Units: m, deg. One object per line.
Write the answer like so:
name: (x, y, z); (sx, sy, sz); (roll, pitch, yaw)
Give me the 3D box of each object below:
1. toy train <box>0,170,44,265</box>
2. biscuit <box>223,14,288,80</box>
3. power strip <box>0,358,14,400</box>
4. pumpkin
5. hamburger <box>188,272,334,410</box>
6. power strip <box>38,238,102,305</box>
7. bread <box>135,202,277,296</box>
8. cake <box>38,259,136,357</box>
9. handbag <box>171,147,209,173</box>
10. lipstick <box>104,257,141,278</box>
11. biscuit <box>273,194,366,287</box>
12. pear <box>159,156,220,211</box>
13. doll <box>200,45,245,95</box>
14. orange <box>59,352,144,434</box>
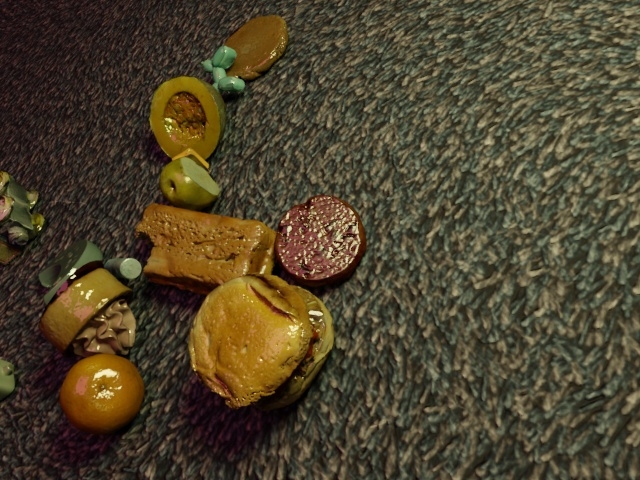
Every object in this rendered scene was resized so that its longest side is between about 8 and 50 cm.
toy train: (-0.881, -0.069, 1.629); (0.177, 0.134, 0.261); (-36, 51, 5)
biscuit: (-0.179, -0.514, 1.577); (0.225, 0.042, 0.226); (-13, 57, 21)
power strip: (-0.871, 0.403, 1.391); (0.385, 0.062, 0.091); (-34, 52, 7)
pumpkin: (-0.314, -0.310, 1.477); (0.217, 0.217, 0.110); (1, 22, 28)
hamburger: (-0.100, 0.181, 1.055); (0.244, 0.163, 0.244); (-10, 66, 22)
power strip: (-0.591, 0.073, 1.389); (0.167, 0.054, 0.253); (-50, 28, -13)
bread: (-0.262, 0.029, 1.264); (0.380, 0.109, 0.185); (11, 75, 34)
cake: (-0.468, 0.167, 1.255); (0.178, 0.185, 0.208); (32, 75, 1)
handbag: (-0.315, -0.184, 1.429); (0.061, 0.083, 0.027); (-26, 52, 15)
lipstick: (-0.450, 0.064, 1.335); (0.158, 0.048, 0.048); (-3, 57, 58)
biscuit: (0.000, 0.000, 1.157); (0.192, 0.049, 0.192); (-4, 69, 9)
pear: (-0.312, -0.119, 1.364); (0.104, 0.141, 0.141); (-44, 50, 18)
doll: (-0.271, -0.405, 1.529); (0.158, 0.059, 0.159); (-16, 82, 34)
orange: (-0.432, 0.304, 1.169); (0.136, 0.159, 0.159); (134, 149, -58)
